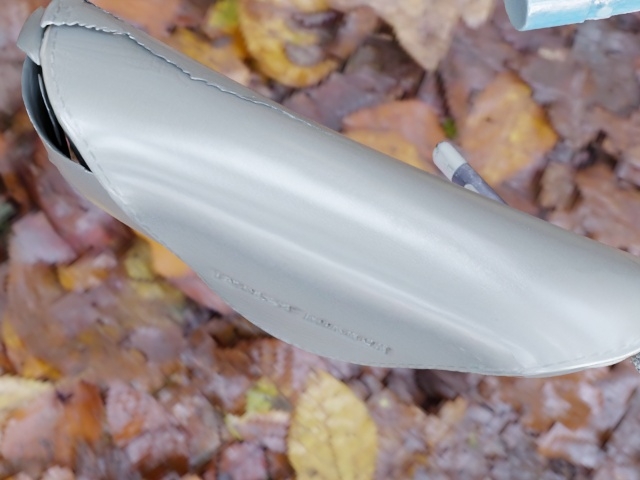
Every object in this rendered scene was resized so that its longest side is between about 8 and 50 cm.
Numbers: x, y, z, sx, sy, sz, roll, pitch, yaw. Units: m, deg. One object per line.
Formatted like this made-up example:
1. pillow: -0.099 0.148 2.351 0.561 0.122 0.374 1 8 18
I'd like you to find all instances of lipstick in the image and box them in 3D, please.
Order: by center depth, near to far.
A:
1. lipstick: 0.194 -0.164 1.019 0.158 0.048 0.048 -10 108 -11

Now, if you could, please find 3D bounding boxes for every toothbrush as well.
1. toothbrush: 0.177 0.019 1.270 0.026 0.288 0.024 -8 137 -45

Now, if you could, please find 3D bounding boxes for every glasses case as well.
1. glasses case: 0.000 0.001 0.748 0.308 0.128 0.083 24 63 -1
